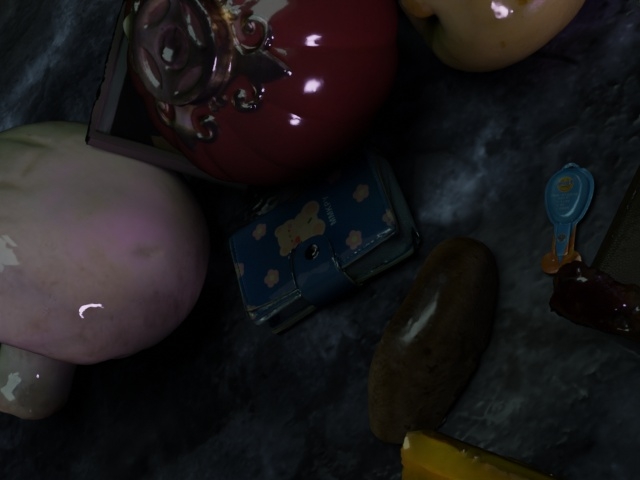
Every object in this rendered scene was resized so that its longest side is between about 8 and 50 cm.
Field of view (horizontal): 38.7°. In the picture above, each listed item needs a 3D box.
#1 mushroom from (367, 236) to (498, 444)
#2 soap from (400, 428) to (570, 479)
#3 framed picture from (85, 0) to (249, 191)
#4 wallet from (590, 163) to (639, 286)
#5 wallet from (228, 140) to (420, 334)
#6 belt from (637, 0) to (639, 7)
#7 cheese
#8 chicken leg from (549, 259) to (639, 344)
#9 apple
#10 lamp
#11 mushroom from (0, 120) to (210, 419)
[{"bbox_3d":[0.102,0.086,0.830,0.072,0.094,0.210,20,77,45],"label":"mushroom"},{"bbox_3d":[0.211,0.228,0.596,0.324,0.204,0.096,14,80,42],"label":"soap"},{"bbox_3d":[-0.163,-0.190,1.092,0.018,0.192,0.266,123,156,-51],"label":"framed picture"},{"bbox_3d":[0.297,-0.008,0.764,0.110,0.031,0.198,24,84,42],"label":"wallet"},{"bbox_3d":[0.000,0.000,0.969,0.202,0.059,0.141,-32,54,20],"label":"wallet"},{"bbox_3d":[0.360,-0.204,0.799,0.065,0.100,0.179,-49,63,5],"label":"belt"},{"bbox_3d":[0.225,-0.021,0.836,0.047,0.017,0.111,-4,66,40],"label":"cheese"},{"bbox_3d":[0.305,0.113,0.638,0.177,0.083,0.323,-21,53,-7],"label":"chicken leg"},{"bbox_3d":[0.165,-0.258,0.891,0.200,0.200,0.200,-17,58,30],"label":"apple"},{"bbox_3d":[-0.062,-0.205,0.940,0.303,0.257,0.303,12,110,35],"label":"lamp"},{"bbox_3d":[-0.299,0.025,1.030,0.315,0.315,0.356,20,73,42],"label":"mushroom"}]
